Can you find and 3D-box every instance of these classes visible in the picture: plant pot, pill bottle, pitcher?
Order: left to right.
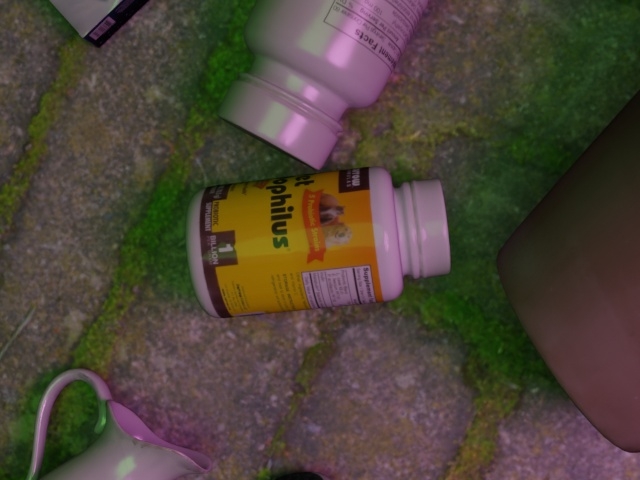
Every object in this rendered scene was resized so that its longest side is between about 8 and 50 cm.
[{"bbox_3d":[-0.227,0.235,0.743,0.178,0.125,0.207,34,82,24],"label":"pitcher"},{"bbox_3d":[0.000,0.000,0.711,0.215,0.117,0.117,-7,89,6],"label":"pill bottle"},{"bbox_3d":[0.009,-0.184,0.705,0.131,0.131,0.229,28,92,5],"label":"pill bottle"},{"bbox_3d":[0.301,0.011,0.609,0.280,0.323,0.323,-38,86,20],"label":"plant pot"}]

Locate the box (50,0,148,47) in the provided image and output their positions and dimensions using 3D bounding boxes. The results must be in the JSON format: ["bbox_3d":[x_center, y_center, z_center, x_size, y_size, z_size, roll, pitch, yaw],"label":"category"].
[{"bbox_3d":[-0.182,-0.320,0.768,0.233,0.044,0.159,-42,86,4],"label":"box"}]

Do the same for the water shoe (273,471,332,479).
[{"bbox_3d":[-0.057,0.288,0.750,0.203,0.073,0.080,-37,108,8],"label":"water shoe"}]
